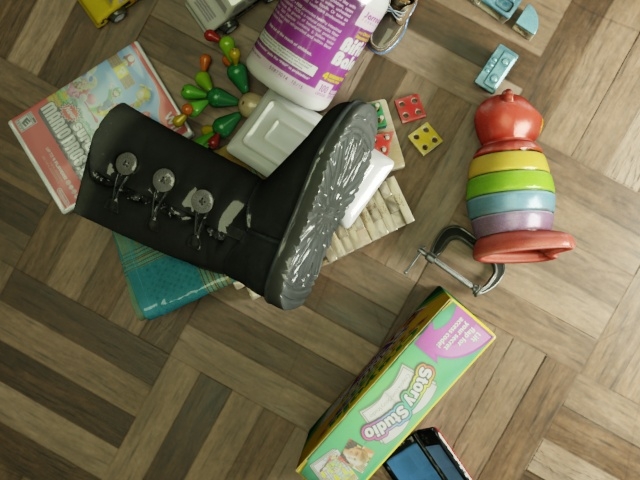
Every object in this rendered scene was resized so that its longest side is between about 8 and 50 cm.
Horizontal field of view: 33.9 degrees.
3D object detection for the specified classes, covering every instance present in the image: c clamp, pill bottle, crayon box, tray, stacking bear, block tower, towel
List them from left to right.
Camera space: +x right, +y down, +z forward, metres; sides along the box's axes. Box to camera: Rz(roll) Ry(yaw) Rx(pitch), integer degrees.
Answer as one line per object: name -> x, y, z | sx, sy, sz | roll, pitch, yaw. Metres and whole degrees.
towel -> -0.187, -0.038, 1.858 | 0.370, 0.040, 0.271 | -23, 61, 3
tray -> -0.022, -0.149, 1.807 | 0.270, 0.030, 0.145 | 33, 84, 17
block tower -> 0.000, 0.000, 1.872 | 0.335, 0.097, 0.091 | -26, 89, 6
pill bottle -> 0.013, -0.388, 1.800 | 0.169, 0.169, 0.301 | 33, 107, 3
crayon box -> 0.122, 0.247, 1.752 | 0.106, 0.313, 0.363 | 41, 93, 3
c clamp -> 0.246, 0.045, 1.872 | 0.161, 0.022, 0.137 | 30, 67, 2
stacking bear -> 0.332, -0.114, 1.822 | 0.164, 0.175, 0.289 | -3, 81, -3

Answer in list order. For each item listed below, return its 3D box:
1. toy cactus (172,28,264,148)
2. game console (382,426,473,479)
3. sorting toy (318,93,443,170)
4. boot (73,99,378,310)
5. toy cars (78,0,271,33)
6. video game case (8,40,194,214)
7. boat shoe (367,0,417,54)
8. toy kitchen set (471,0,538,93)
toy cactus -> -0.162, -0.257, 1.881 | 0.180, 0.112, 0.219 | 14, 84, -1
game console -> 0.193, 0.416, 1.865 | 0.085, 0.124, 0.144 | -34, 88, -23
sorting toy -> 0.080, -0.183, 1.852 | 0.274, 0.046, 0.132 | -13, 77, -8
boot -> -0.168, -0.131, 1.765 | 0.445, 0.146, 0.367 | 24, 87, 25
toy cars -> -0.257, -0.464, 1.889 | 0.394, 0.087, 0.176 | 6, 91, 4
video game case -> -0.404, -0.206, 1.933 | 0.285, 0.025, 0.204 | -32, 88, 3
boat shoe -> 0.135, -0.421, 1.871 | 0.066, 0.066, 0.183 | 26, 92, 4
toy kitchen set -> 0.263, -0.381, 1.834 | 0.207, 0.122, 0.166 | 35, 93, 4
